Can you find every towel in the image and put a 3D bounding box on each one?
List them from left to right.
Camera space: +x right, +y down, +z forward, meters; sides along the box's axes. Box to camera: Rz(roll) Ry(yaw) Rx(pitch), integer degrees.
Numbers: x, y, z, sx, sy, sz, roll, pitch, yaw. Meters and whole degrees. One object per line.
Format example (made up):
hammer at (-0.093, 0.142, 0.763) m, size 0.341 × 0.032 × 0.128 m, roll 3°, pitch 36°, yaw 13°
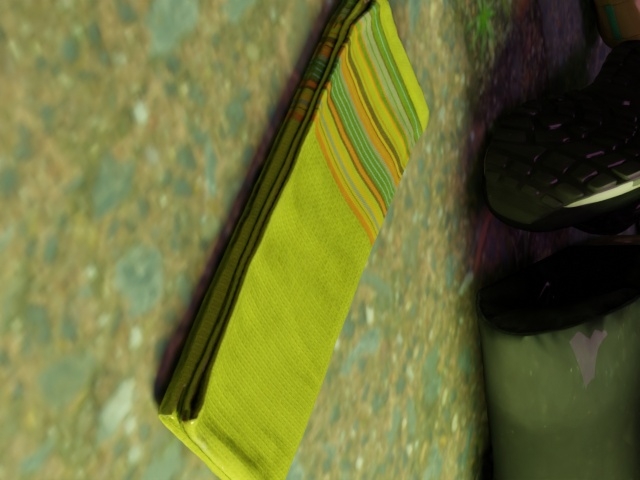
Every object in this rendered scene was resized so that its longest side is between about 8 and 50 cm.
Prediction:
towel at (0.000, 0.000, 0.515) m, size 0.102 × 0.021 × 0.237 m, roll 56°, pitch 47°, yaw -46°

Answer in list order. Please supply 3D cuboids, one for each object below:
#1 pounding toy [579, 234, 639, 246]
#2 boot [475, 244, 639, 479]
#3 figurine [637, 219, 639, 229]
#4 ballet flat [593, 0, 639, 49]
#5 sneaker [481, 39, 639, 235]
pounding toy at (0.267, 0.033, 0.924) m, size 0.206 × 0.094 × 0.181 m, roll -11°, pitch 100°, yaw -67°
boot at (0.150, 0.249, 0.678) m, size 0.367 × 0.146 × 0.445 m, roll -37°, pitch 129°, yaw -65°
figurine at (0.442, -0.037, 1.108) m, size 0.209 × 0.215 × 0.092 m, roll -47°, pitch 160°, yaw -53°
ballet flat at (0.276, -0.259, 0.912) m, size 0.073 × 0.080 × 0.232 m, roll 47°, pitch 53°, yaw -39°
sneaker at (0.203, -0.042, 0.788) m, size 0.283 × 0.107 × 0.124 m, roll -31°, pitch 138°, yaw -45°
